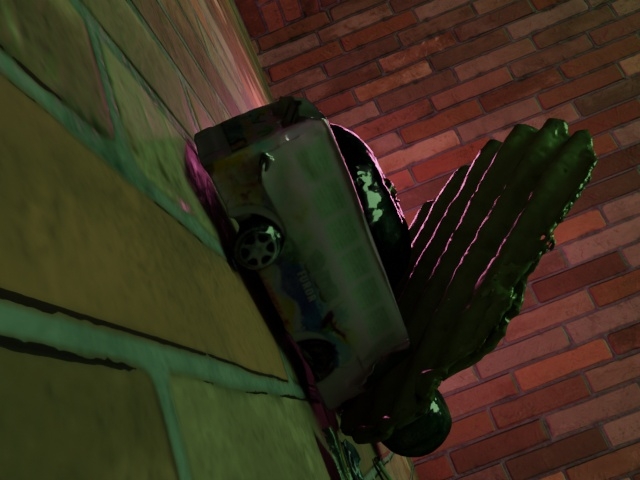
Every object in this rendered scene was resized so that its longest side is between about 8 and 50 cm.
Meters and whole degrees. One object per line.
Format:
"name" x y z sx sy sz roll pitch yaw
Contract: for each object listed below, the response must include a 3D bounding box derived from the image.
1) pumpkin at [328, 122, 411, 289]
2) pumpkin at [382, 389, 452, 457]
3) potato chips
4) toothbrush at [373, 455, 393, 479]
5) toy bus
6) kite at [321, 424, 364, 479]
"pumpkin" 0.016 -0.026 0.695 0.233 0.162 0.233 -23 90 -84
"pumpkin" 0.147 0.278 1.037 0.211 0.152 0.212 154 -90 -89
"potato chips" 0.145 0.044 0.685 0.070 0.429 0.358 34 -17 -7
"toothbrush" 0.137 0.428 0.963 0.026 0.028 0.294 39 -22 48
"toy bus" -0.007 0.020 0.502 0.090 0.112 0.274 -121 -173 -57
"kite" 0.062 0.304 0.565 0.234 0.016 0.321 -110 177 -45
